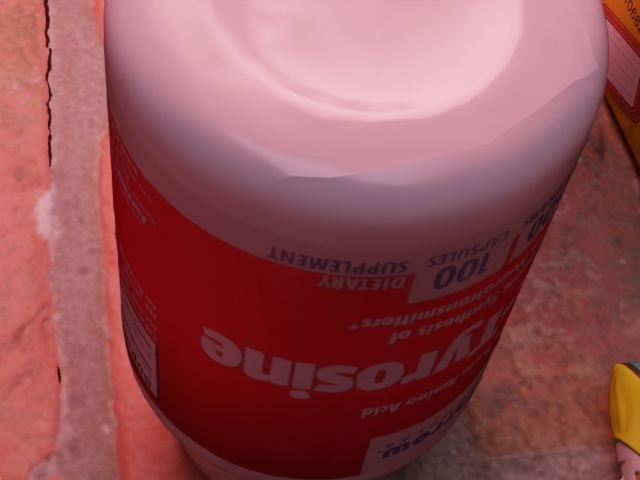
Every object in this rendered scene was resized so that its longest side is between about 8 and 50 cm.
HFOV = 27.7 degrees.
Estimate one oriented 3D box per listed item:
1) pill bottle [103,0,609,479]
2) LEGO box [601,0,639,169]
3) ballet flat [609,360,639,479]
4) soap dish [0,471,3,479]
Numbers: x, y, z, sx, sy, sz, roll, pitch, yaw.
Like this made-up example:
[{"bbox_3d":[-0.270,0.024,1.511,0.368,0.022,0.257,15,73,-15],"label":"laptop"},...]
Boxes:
[{"bbox_3d":[0.000,0.000,0.732,0.228,0.408,0.229,3,58,-4],"label":"pill bottle"},{"bbox_3d":[0.458,-0.062,0.954,0.372,0.193,0.500,-10,59,-13],"label":"LEGO box"},{"bbox_3d":[0.244,0.185,0.847,0.077,0.077,0.231,-33,68,-6],"label":"ballet flat"},{"bbox_3d":[-0.298,0.236,0.718,0.290,0.118,0.229,-20,62,-18],"label":"soap dish"}]
